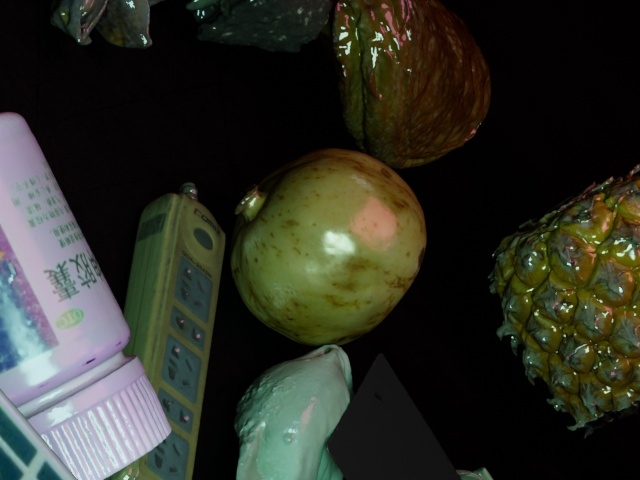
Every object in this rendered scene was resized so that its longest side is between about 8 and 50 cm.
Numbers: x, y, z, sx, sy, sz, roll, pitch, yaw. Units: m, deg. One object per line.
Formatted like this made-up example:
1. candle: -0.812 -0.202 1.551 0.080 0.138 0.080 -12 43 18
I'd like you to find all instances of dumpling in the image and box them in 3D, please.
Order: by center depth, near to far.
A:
1. dumpling: -0.031 0.196 1.517 0.219 0.108 0.152 -41 143 -44

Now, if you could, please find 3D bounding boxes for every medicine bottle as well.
1. medicine bottle: -0.254 0.061 1.168 0.178 0.178 0.290 -30 95 -59

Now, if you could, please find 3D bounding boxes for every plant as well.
1. plant: -0.090 -0.298 1.716 0.194 0.132 0.129 22 47 -35

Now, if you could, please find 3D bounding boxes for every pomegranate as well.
1. pomegranate: 0.000 0.000 1.588 0.215 0.215 0.215 36 42 -40

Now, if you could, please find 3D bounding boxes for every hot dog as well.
1. hot dog: 0.091 -0.239 1.910 0.387 0.174 0.267 19 49 -64

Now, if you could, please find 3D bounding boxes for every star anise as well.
1. star anise: -0.244 -0.274 1.519 0.212 0.073 0.197 29 43 -42

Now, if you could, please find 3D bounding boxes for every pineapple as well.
1. pineapple: 0.410 0.074 2.052 0.300 0.352 0.352 61 30 5

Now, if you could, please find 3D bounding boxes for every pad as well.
1. pad: 0.097 0.266 1.558 0.265 0.009 0.159 59 38 -20

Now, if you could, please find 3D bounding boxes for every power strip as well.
1. power strip: -0.146 0.092 1.427 0.092 0.066 0.387 42 37 -38

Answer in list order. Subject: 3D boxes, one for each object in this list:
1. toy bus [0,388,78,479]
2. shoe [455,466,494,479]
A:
1. toy bus: -0.225 0.286 0.970 0.440 0.209 0.249 54 32 -20
2. shoe: 0.112 0.331 1.634 0.103 0.098 0.275 58 32 -8
